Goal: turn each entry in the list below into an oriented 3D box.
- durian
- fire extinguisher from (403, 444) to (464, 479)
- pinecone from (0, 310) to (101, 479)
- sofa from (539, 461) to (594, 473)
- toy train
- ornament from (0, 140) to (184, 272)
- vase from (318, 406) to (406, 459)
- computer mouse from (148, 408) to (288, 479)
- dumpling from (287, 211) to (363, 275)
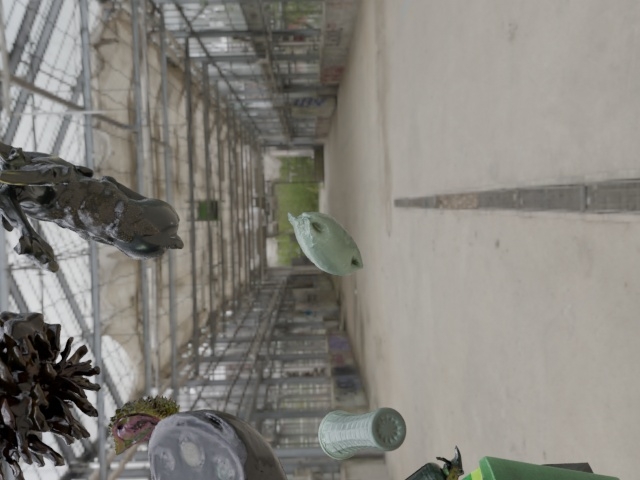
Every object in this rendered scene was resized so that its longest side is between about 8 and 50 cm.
[{"bbox_3d":[-0.436,0.412,1.603,0.108,0.186,0.119,56,-168,-42],"label":"durian"},{"bbox_3d":[0.199,0.575,1.481,0.114,0.311,0.095,52,-177,-21],"label":"fire extinguisher"},{"bbox_3d":[-0.687,0.357,1.526,0.398,0.397,0.398,178,90,-89],"label":"pinecone"},{"bbox_3d":[0.604,0.591,1.640,0.147,0.060,0.085,-29,86,50],"label":"sofa"},{"bbox_3d":[0.323,0.434,1.041,0.202,0.300,0.120,122,155,-42],"label":"toy train"},{"bbox_3d":[-0.212,-0.023,0.587,0.080,0.202,0.236,-65,15,-1],"label":"ornament"},{"bbox_3d":[0.118,0.532,1.856,0.299,0.143,0.143,144,128,-60],"label":"vase"},{"bbox_3d":[-0.102,0.315,0.766,0.100,0.170,0.269,-10,-84,-52],"label":"computer mouse"},{"bbox_3d":[0.009,-0.005,1.486,0.216,0.105,0.149,40,-164,-32],"label":"dumpling"}]
